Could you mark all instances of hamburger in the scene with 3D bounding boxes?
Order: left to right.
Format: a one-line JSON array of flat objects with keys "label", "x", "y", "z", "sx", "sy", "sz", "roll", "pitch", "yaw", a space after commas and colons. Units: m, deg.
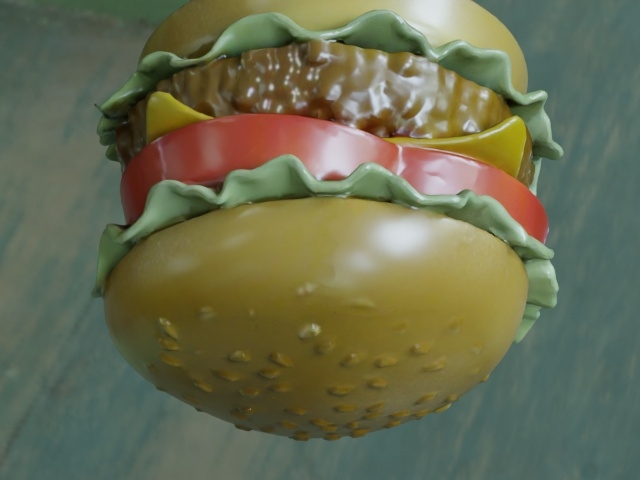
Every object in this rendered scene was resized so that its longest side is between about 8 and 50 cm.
[{"label": "hamburger", "x": 0.000, "y": 0.000, "z": 1.004, "sx": 0.274, "sy": 0.274, "sz": 0.212, "roll": 1, "pitch": 62, "yaw": 4}]
